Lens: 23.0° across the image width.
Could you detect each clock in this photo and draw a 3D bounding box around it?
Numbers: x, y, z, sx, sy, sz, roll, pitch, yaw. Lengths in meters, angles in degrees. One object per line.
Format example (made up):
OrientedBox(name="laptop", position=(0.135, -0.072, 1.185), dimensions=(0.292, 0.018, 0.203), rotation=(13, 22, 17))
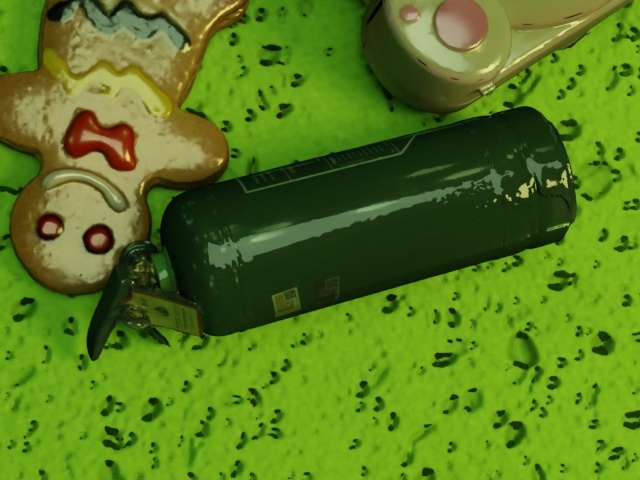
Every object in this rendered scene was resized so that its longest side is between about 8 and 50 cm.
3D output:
OrientedBox(name="clock", position=(0.098, -0.268, 1.045), dimensions=(0.284, 0.114, 0.309), rotation=(-33, 86, -12))

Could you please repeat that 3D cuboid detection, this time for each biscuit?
OrientedBox(name="biscuit", position=(-0.135, -0.086, 1.014), dimensions=(0.165, 0.036, 0.250), rotation=(15, 79, -6))

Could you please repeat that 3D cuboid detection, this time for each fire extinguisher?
OrientedBox(name="fire extinguisher", position=(0.000, 0.000, 0.994), dimensions=(0.311, 0.114, 0.095), rotation=(-14, 48, -14))
